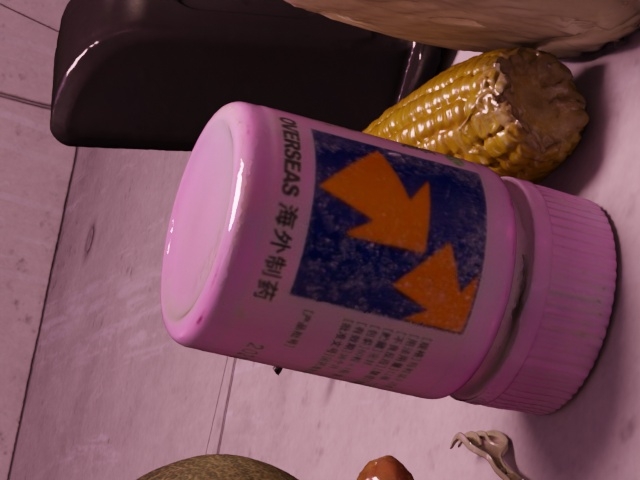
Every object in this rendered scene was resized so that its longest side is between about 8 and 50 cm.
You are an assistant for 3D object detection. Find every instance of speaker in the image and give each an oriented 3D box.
[{"bbox_3d":[-0.060,-0.200,1.698,0.180,0.388,0.184,-98,12,-52],"label":"speaker"}]

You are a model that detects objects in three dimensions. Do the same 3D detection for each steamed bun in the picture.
[{"bbox_3d":[0.098,-0.276,1.322,0.334,0.312,0.233,0,79,64],"label":"steamed bun"}]

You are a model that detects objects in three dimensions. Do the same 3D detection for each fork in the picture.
[{"bbox_3d":[0.141,0.173,1.296,0.219,0.034,0.028,-142,59,-71],"label":"fork"}]

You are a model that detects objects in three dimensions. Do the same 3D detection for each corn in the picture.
[{"bbox_3d":[0.095,-0.058,1.460,0.344,0.131,0.131,140,140,-58],"label":"corn"}]

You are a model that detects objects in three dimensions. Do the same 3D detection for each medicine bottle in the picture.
[{"bbox_3d":[0.047,0.018,1.273,0.178,0.290,0.178,-166,90,-72],"label":"medicine bottle"}]

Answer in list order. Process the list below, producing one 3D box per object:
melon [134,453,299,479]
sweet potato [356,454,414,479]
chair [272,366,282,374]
[{"bbox_3d":[-0.097,0.308,1.580,0.301,0.237,0.237,142,139,-59],"label":"melon"},{"bbox_3d":[0.042,0.346,1.373,0.106,0.095,0.355,44,-131,-57],"label":"sweet potato"},{"bbox_3d":[0.000,0.000,1.769,0.213,0.149,0.174,-32,20,-1],"label":"chair"}]
